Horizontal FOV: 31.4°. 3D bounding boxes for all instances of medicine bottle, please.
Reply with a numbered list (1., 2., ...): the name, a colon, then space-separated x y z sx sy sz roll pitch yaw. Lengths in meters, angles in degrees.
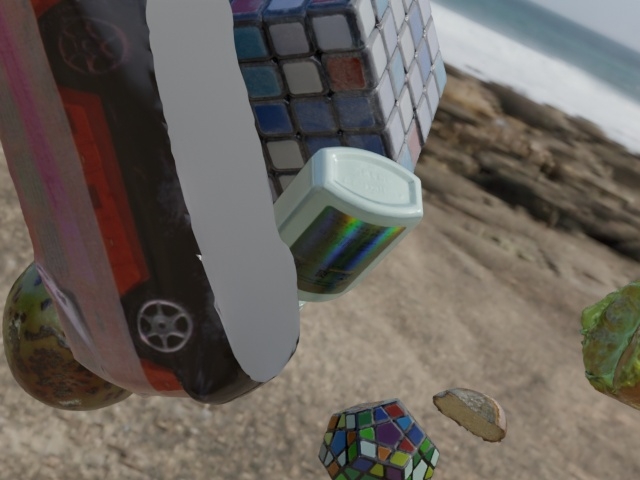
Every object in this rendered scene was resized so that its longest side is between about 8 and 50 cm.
1. medicine bottle: 0.000 0.000 1.171 0.121 0.229 0.083 15 54 -23

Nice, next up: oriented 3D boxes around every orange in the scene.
1. orange: 0.472 0.152 1.600 0.158 0.179 0.237 24 -3 -10

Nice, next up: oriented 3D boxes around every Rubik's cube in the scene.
1. Rubik's cube: 0.064 0.234 1.250 0.111 0.133 0.133 19 16 -27
2. Rubik's cube: -0.019 -0.239 1.484 0.286 0.293 0.292 -1 42 22

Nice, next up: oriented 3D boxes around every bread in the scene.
1. bread: 0.245 0.271 1.818 0.126 0.044 0.129 34 -16 1

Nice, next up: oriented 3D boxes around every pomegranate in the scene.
1. pomegranate: -0.249 0.114 1.333 0.245 0.198 0.198 23 16 -7

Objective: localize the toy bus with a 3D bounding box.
1. toy bus: -0.117 -0.044 0.742 0.147 0.303 0.127 -5 16 33
